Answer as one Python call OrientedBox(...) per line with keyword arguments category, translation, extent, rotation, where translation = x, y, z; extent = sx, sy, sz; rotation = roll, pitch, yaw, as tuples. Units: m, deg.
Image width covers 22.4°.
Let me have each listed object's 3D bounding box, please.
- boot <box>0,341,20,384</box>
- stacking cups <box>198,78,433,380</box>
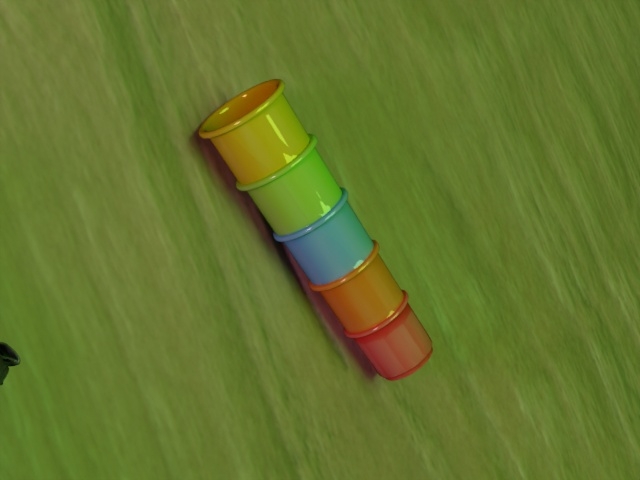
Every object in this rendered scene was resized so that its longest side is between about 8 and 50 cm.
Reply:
OrientedBox(category="boot", translation=(-0.350, 0.086, 1.162), extent=(0.263, 0.091, 0.229), rotation=(-43, 115, -38))
OrientedBox(category="stacking cups", translation=(0.000, 0.000, 1.565), extent=(0.316, 0.096, 0.096), rotation=(59, 43, -20))
